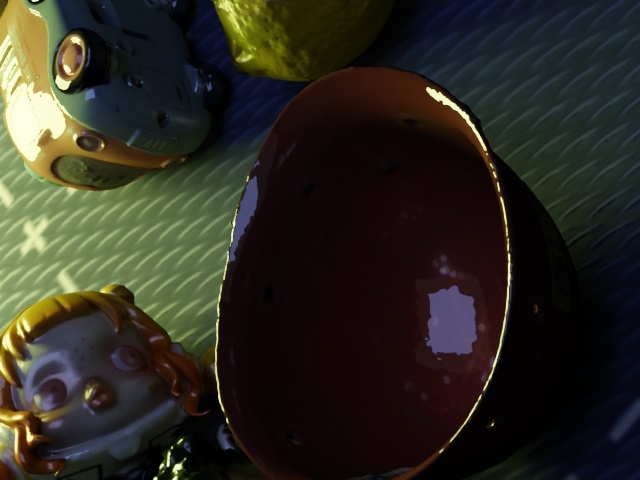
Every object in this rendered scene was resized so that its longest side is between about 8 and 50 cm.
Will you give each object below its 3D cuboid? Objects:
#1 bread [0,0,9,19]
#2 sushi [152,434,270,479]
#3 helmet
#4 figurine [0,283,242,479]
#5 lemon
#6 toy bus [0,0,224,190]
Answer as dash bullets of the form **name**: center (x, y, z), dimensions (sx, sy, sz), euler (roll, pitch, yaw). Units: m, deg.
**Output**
- **bread**: center (-0.451, -0.325, 1.969), dimensions (0.134, 0.141, 0.148), euler (6, 79, 41)
- **sushi**: center (-0.015, 0.309, 1.359), dimensions (0.352, 0.294, 0.178), euler (20, 87, 39)
- **helmet**: center (0.096, 0.057, 1.391), dimensions (0.337, 0.230, 0.385), euler (-37, 51, 32)
- **figurine**: center (-0.227, 0.186, 1.616), dimensions (0.320, 0.196, 0.323), euler (-23, 64, -19)
- **lemon**: center (-0.015, -0.255, 1.600), dimensions (0.193, 0.180, 0.180), euler (-53, 50, 39)
- **toy bus**: center (-0.262, -0.181, 1.760), dimensions (0.232, 0.194, 0.287), euler (-41, 56, 30)
